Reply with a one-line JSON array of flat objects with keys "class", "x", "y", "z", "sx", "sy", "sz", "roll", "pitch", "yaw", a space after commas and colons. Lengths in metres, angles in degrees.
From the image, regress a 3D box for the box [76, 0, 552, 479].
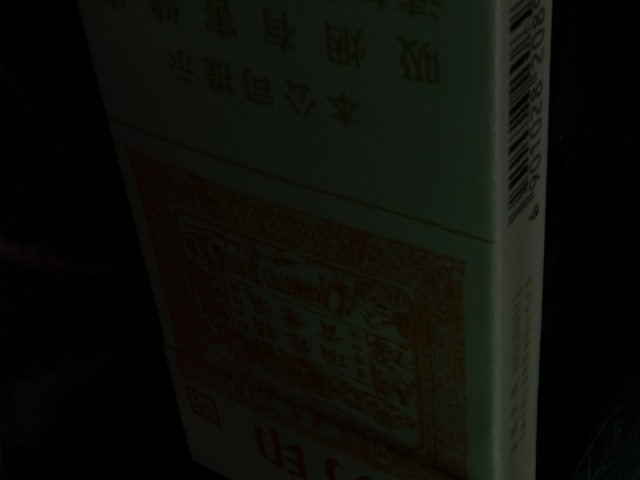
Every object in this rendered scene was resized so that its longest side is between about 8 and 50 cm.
[{"class": "box", "x": -0.001, "y": 0.001, "z": 0.479, "sx": 0.051, "sy": 0.204, "sz": 0.365, "roll": -44, "pitch": 140, "yaw": -38}]
